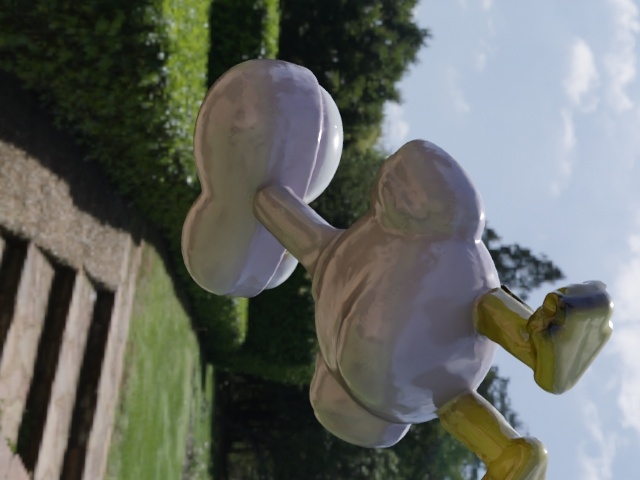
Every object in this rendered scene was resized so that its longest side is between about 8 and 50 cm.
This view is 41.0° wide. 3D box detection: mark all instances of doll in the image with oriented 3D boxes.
[{"bbox_3d":[-0.001,0.000,0.480,0.365,0.094,0.160,43,-57,55],"label":"doll"}]
